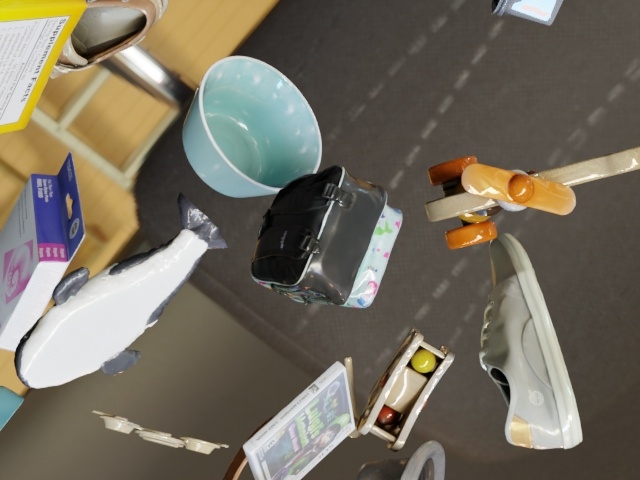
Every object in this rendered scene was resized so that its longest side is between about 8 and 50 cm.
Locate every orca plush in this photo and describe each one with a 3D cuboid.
[{"bbox_3d":[-0.258,0.054,1.267,0.287,0.151,0.102,-52,-140,-5],"label":"orca plush"}]

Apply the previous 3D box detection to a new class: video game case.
[{"bbox_3d":[-0.024,0.271,1.454,0.173,0.190,0.022,-40,-120,-20],"label":"video game case"}]

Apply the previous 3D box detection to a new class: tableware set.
[{"bbox_3d":[-0.211,0.257,1.392,0.141,0.169,0.020,4,-107,34],"label":"tableware set"}]

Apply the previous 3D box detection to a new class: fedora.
[{"bbox_3d":[0.123,0.466,1.849,0.275,0.124,0.243,-37,132,-63],"label":"fedora"}]

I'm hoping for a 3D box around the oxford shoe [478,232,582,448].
[{"bbox_3d":[0.325,0.159,1.775,0.130,0.169,0.449,-14,-135,8],"label":"oxford shoe"}]

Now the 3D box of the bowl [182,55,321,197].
[{"bbox_3d":[-0.167,-0.213,2.219,0.163,0.311,0.311,-32,-153,42],"label":"bowl"}]

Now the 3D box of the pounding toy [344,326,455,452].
[{"bbox_3d":[0.107,0.264,1.864,0.269,0.155,0.154,-59,-179,22],"label":"pounding toy"}]

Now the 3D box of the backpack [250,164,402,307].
[{"bbox_3d":[0.000,0.000,1.745,0.253,0.191,0.225,-1,-116,57],"label":"backpack"}]

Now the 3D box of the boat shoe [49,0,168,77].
[{"bbox_3d":[-0.383,-0.308,1.573,0.324,0.123,0.116,-23,-145,15],"label":"boat shoe"}]

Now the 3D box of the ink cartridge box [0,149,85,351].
[{"bbox_3d":[-0.610,0.011,2.235,0.330,0.071,0.324,-57,-147,25],"label":"ink cartridge box"}]

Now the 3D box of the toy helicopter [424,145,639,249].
[{"bbox_3d":[0.334,-0.092,1.624,0.355,0.140,0.235,-15,178,7],"label":"toy helicopter"}]

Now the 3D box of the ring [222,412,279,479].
[{"bbox_3d":[-0.130,0.522,2.260,0.336,0.032,0.336,-46,-159,24],"label":"ring"}]

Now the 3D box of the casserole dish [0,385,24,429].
[{"bbox_3d":[-0.397,0.215,1.158,0.114,0.037,0.188,-34,-169,11],"label":"casserole dish"}]

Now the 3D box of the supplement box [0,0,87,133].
[{"bbox_3d":[-0.454,-0.217,1.075,0.194,0.195,0.356,-53,165,31],"label":"supplement box"}]

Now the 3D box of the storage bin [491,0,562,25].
[{"bbox_3d":[0.322,-0.389,1.565,0.098,0.091,0.135,-75,-173,-62],"label":"storage bin"}]
